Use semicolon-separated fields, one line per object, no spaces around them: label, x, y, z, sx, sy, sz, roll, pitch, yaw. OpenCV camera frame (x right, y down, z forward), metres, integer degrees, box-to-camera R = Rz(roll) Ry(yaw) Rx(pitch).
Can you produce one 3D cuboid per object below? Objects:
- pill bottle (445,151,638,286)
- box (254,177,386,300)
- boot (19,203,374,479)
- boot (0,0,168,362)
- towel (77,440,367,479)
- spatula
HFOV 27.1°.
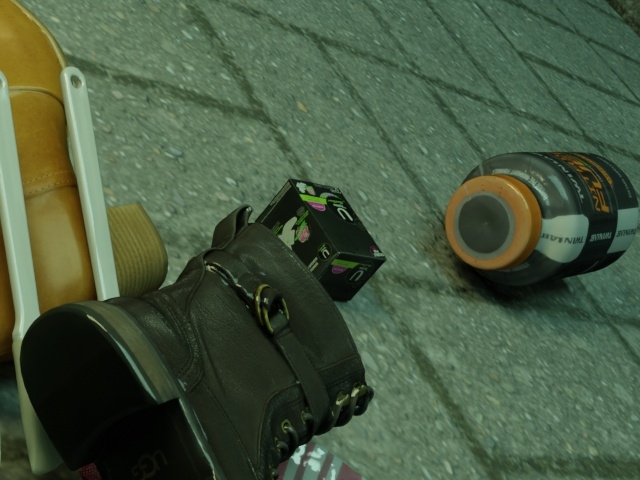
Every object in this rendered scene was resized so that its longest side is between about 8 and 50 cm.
pill bottle;0.214;-0.022;1.305;0.130;0.130;0.246;50;26;19
box;0.000;0.000;1.052;0.062;0.052;0.083;8;41;-48
boot;-0.028;0.109;0.718;0.229;0.091;0.262;-20;82;-61
boot;-0.227;-0.058;0.762;0.295;0.104;0.211;51;26;12
towel;-0.045;0.143;0.778;0.197;0.029;0.144;35;26;-13
spatula;-0.158;0.006;0.690;0.168;0.019;0.242;6;66;-48
